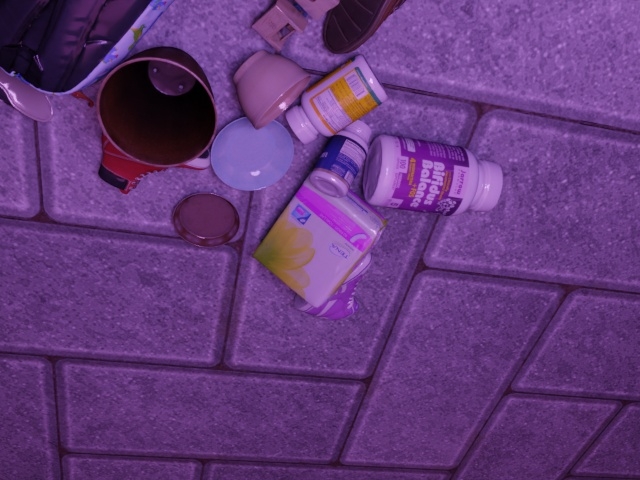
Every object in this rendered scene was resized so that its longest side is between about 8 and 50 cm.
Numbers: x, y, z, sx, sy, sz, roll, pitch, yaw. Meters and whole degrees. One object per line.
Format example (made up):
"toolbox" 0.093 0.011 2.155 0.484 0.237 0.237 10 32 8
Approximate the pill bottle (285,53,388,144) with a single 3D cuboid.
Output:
"pill bottle" 0.032 -0.300 1.234 0.209 0.117 0.117 -31 124 16

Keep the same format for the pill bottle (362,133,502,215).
"pill bottle" 0.266 -0.147 1.343 0.302 0.169 0.169 7 126 -11

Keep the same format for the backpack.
"backpack" -0.438 -0.429 1.018 0.290 0.273 0.355 34 96 -18

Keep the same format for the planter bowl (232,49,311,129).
"planter bowl" -0.114 -0.328 1.188 0.162 0.162 0.109 -42 94 22

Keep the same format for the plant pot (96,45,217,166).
"plant pot" -0.309 -0.297 1.129 0.216 0.230 0.215 -3 127 -4

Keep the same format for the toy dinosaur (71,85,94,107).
"toy dinosaur" -0.524 -0.311 1.200 0.082 0.090 0.047 44 133 3

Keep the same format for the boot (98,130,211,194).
"boot" -0.384 -0.170 1.311 0.245 0.088 0.176 15 126 -9

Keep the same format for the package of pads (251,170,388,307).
"package of pads" 0.000 0.000 1.412 0.229 0.101 0.296 40 119 4

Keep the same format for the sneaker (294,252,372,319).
"sneaker" 0.073 0.126 1.579 0.161 0.102 0.282 29 129 -29

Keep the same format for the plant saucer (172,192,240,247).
"plant saucer" -0.288 -0.056 1.438 0.169 0.029 0.168 -3 128 -4

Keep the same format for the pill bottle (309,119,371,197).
"pill bottle" 0.051 -0.190 1.288 0.094 0.169 0.094 25 162 8

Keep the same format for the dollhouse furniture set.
"dollhouse furniture set" -0.055 -0.494 1.100 0.129 0.129 0.184 37 145 -28

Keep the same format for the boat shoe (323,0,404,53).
"boat shoe" 0.124 -0.484 1.107 0.105 0.110 0.307 -21 165 -45

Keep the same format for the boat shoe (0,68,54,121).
"boat shoe" -0.658 -0.327 1.189 0.065 0.075 0.206 5 150 47

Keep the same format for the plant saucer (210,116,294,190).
"plant saucer" -0.160 -0.208 1.320 0.195 0.037 0.194 -11 130 -13
